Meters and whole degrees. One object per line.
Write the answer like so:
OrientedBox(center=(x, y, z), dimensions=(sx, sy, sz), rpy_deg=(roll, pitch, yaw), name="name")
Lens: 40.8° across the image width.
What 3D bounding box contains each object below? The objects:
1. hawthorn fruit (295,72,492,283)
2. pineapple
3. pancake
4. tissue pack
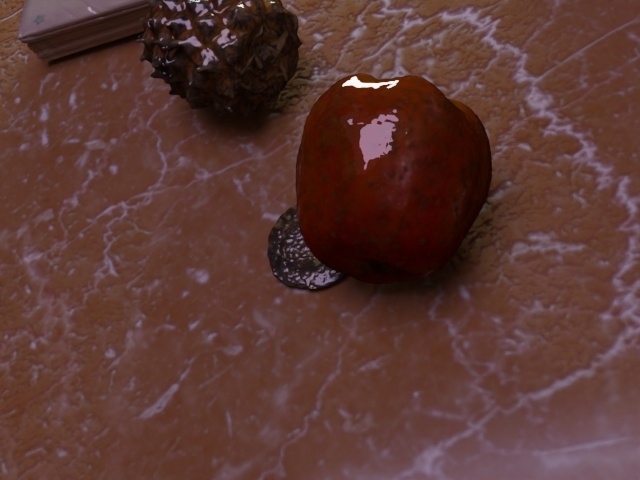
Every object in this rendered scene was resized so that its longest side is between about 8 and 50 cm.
OrientedBox(center=(0.059, -0.052, 0.760), dimensions=(0.189, 0.189, 0.189), rpy_deg=(-11, 55, 16), name="hawthorn fruit")
OrientedBox(center=(-0.124, -0.223, 0.955), dimensions=(0.193, 0.166, 0.166), rpy_deg=(28, 72, 37), name="pineapple")
OrientedBox(center=(0.000, -0.001, 0.845), dimensions=(0.114, 0.011, 0.115), rpy_deg=(-10, 56, 15), name="pancake")
OrientedBox(center=(-0.233, -0.350, 1.136), dimensions=(0.325, 0.071, 0.170), rpy_deg=(-13, 56, 16), name="tissue pack")
